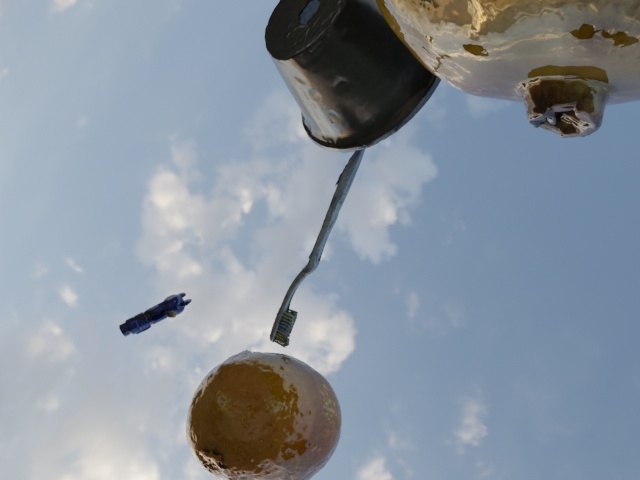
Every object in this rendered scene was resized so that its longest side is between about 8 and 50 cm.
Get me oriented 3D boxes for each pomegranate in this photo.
[{"bbox_3d":[0.244,-0.294,0.741,0.417,0.417,0.416,-15,-117,32],"label":"pomegranate"}]

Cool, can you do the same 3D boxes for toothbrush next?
[{"bbox_3d":[0.000,0.000,1.388,0.042,0.035,0.413,24,-84,10],"label":"toothbrush"}]

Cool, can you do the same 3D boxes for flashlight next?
[{"bbox_3d":[-0.266,0.123,1.254,0.121,0.035,0.057,-28,-156,-17],"label":"flashlight"}]

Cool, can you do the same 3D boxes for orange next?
[{"bbox_3d":[-0.078,0.250,1.079,0.219,0.219,0.193,-6,-90,35],"label":"orange"}]

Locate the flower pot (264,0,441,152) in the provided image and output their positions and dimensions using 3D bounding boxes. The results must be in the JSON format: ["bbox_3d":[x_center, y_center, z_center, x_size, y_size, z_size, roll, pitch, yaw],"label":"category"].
[{"bbox_3d":[0.033,-0.272,1.070,0.269,0.166,0.269,-23,-129,32],"label":"flower pot"}]
